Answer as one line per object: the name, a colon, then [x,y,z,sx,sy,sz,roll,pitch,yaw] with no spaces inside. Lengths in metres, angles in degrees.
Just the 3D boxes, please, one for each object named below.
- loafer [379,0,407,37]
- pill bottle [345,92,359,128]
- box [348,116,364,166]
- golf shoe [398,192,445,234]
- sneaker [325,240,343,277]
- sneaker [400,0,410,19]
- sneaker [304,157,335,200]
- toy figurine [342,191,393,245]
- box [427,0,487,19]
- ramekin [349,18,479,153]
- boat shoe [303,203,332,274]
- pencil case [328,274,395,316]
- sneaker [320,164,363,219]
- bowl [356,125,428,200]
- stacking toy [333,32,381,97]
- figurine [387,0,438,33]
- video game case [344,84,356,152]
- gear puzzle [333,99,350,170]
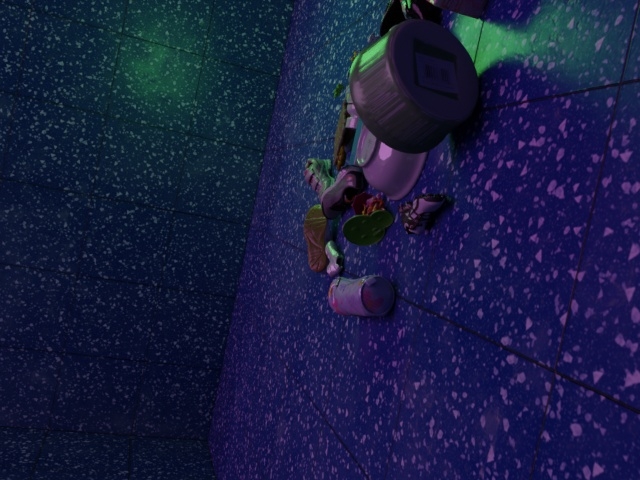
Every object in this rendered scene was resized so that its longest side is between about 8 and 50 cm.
loafer: [0.260,-0.769,1.893,0.078,0.080,0.220,-92,25,-61]
pill bottle: [0.157,-0.480,1.944,0.121,0.121,0.221,-149,70,-71]
box: [0.170,-0.353,1.867,0.060,0.101,0.244,-153,75,-72]
golf shoe: [0.266,-0.067,1.476,0.198,0.077,0.093,143,124,-74]
sneaker: [0.056,0.060,2.075,0.061,0.054,0.152,-42,41,38]
sneaker: [0.303,-0.731,1.776,0.161,0.057,0.075,-164,61,-66]
sneaker: [-0.012,-0.245,2.339,0.252,0.111,0.102,-101,27,-48]
toy figurine: [0.152,-0.094,1.790,0.173,0.130,0.159,-35,32,35]
box: [0.365,-0.721,1.399,0.154,0.142,0.299,-113,37,-51]
ramekin: [0.235,-0.376,1.382,0.148,0.304,0.303,-28,53,58]
boat shoe: [0.000,0.000,2.187,0.098,0.096,0.276,-11,66,24]
pencil case: [0.116,0.163,1.709,0.273,0.114,0.124,168,89,-70]
sneaker: [0.074,-0.153,2.053,0.271,0.100,0.107,123,146,-50]
bowl: [0.194,-0.275,1.697,0.298,0.134,0.297,-169,90,-73]
stacking toy: [0.135,-0.627,2.080,0.221,0.052,0.167,-64,14,-16]
figurine: [0.281,-0.594,1.703,0.215,0.093,0.209,123,148,-52]
video game case: [0.136,-0.502,2.179,0.204,0.025,0.285,140,138,-63]
gear puzzle: [0.085,-0.367,2.070,0.338,0.044,0.175,-86,8,-52]
